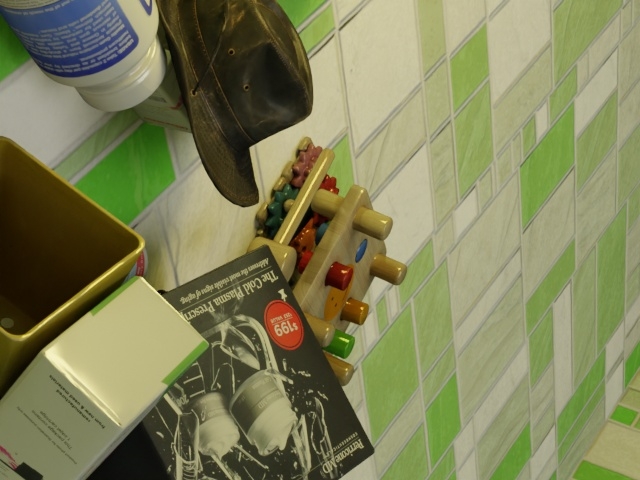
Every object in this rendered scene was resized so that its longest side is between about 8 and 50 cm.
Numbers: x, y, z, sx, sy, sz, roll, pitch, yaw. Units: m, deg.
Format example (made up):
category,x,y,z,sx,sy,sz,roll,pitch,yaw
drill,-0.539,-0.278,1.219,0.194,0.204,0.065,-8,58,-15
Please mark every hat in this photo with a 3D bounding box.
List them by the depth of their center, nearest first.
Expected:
category,x,y,z,sx,sy,sz,roll,pitch,yaw
hat,-0.086,-0.214,1.798,0.331,0.134,0.331,-16,90,-81

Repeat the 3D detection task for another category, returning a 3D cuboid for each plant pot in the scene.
category,x,y,z,sx,sy,sz,roll,pitch,yaw
plant pot,-0.350,0.054,1.573,0.212,0.212,0.187,-41,163,-47

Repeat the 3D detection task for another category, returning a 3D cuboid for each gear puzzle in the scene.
category,x,y,z,sx,sy,sz,roll,pitch,yaw
gear puzzle,0.000,0.000,2.322,0.175,0.044,0.339,-59,149,-22

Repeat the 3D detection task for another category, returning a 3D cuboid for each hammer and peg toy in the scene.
category,x,y,z,sx,sy,sz,roll,pitch,yaw
hammer and peg toy,0.015,0.046,2.155,0.266,0.127,0.361,-61,160,-17

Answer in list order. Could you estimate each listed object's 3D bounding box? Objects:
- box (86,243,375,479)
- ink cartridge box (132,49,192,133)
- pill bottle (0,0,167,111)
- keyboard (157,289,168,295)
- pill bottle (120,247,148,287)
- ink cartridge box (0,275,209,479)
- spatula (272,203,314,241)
category,x,y,z,sx,sy,sz,roll,pitch,yaw
box,-0.148,0.217,1.835,0.343,0.179,0.312,-28,90,-51
ink cartridge box,-0.200,-0.189,1.817,0.052,0.088,0.122,-65,151,-18
pill bottle,-0.267,-0.263,1.593,0.152,0.152,0.272,-59,150,-21
keyboard,-0.232,0.170,2.032,0.201,0.033,0.317,-59,150,-22
pill bottle,-0.289,0.029,1.790,0.160,0.087,0.087,-4,109,-60
ink cartridge box,-0.273,0.194,1.563,0.278,0.117,0.201,-47,179,31
spatula,-0.087,0.050,2.142,0.296,0.030,0.084,-57,149,-22
